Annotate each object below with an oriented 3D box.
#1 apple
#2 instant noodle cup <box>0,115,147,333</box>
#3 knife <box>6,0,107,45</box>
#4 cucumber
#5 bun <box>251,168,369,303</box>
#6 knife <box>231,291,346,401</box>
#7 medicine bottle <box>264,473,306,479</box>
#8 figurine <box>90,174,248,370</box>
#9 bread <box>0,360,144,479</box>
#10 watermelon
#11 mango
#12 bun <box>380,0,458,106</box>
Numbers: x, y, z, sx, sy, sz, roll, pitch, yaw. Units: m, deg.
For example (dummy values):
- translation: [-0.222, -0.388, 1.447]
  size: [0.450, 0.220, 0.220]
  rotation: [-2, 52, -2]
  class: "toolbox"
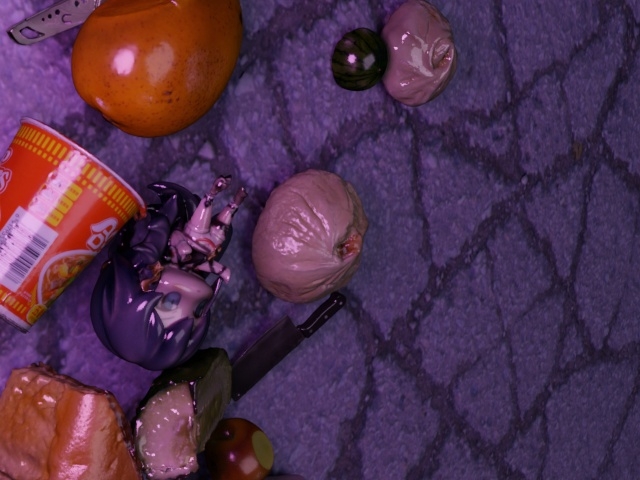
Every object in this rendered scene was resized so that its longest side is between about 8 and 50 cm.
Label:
- translation: [-0.131, 0.330, 1.877]
  size: [0.102, 0.099, 0.114]
  rotation: [63, 27, -20]
  class: "apple"
- translation: [-0.341, -0.008, 1.460]
  size: [0.212, 0.193, 0.193]
  rotation: [-56, 139, -11]
  class: "instant noodle cup"
- translation: [-0.279, -0.307, 1.550]
  size: [0.293, 0.020, 0.043]
  rotation: [-35, 130, -39]
  class: "knife"
- translation: [-0.190, 0.222, 1.713]
  size: [0.325, 0.105, 0.145]
  rotation: [-45, 137, -81]
  class: "cucumber"
- translation: [0.000, 0.000, 1.906]
  size: [0.220, 0.134, 0.220]
  rotation: [-27, 127, -42]
  class: "bun"
- translation: [-0.058, 0.156, 1.938]
  size: [0.245, 0.019, 0.072]
  rotation: [-42, 134, -14]
  class: "knife"
- translation: [-0.108, 0.413, 1.974]
  size: [0.231, 0.059, 0.059]
  rotation: [11, 93, -52]
  class: "medicine bottle"
- translation: [-0.202, 0.038, 1.611]
  size: [0.175, 0.197, 0.265]
  rotation: [29, 76, -26]
  class: "figurine"
- translation: [-0.321, 0.298, 1.554]
  size: [0.162, 0.204, 0.262]
  rotation: [-40, 127, -40]
  class: "bread"
- translation: [0.071, -0.287, 1.960]
  size: [0.105, 0.062, 0.105]
  rotation: [-25, 127, -38]
  class: "watermelon"
- translation: [-0.196, -0.242, 1.570]
  size: [0.290, 0.160, 0.191]
  rotation: [-47, 139, -41]
  class: "mango"
- translation: [0.179, -0.316, 2.053]
  size: [0.183, 0.102, 0.183]
  rotation: [-23, 120, -49]
  class: "bun"
